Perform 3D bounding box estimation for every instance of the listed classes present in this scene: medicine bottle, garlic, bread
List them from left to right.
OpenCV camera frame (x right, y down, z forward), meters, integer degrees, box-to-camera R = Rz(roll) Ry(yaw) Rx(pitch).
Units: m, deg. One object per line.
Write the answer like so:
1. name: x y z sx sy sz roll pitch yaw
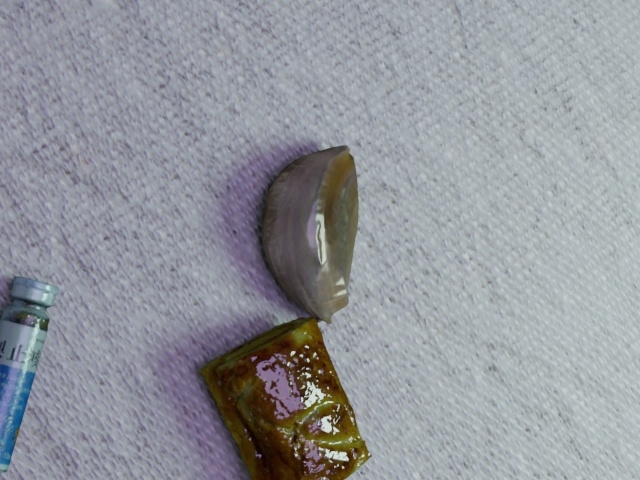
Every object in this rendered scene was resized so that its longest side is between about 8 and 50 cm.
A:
1. medicine bottle: -0.309 0.132 1.546 0.051 0.051 0.191 18 83 -25
2. bread: -0.031 0.182 1.652 0.132 0.103 0.172 -28 98 -30
3. garlic: -0.011 -0.008 1.676 0.101 0.087 0.196 2 86 -39
